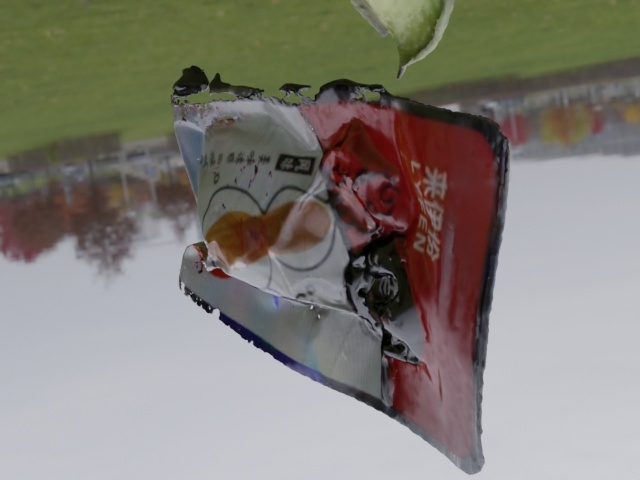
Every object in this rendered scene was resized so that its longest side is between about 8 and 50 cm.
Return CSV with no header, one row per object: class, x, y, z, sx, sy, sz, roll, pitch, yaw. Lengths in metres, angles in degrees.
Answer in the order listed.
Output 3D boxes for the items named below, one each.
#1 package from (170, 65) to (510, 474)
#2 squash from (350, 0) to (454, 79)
package,0.000,0.000,0.700,0.269,0.194,0.071,16,-147,40
squash,-0.027,-0.188,0.399,0.169,0.252,0.093,-2,168,-36
